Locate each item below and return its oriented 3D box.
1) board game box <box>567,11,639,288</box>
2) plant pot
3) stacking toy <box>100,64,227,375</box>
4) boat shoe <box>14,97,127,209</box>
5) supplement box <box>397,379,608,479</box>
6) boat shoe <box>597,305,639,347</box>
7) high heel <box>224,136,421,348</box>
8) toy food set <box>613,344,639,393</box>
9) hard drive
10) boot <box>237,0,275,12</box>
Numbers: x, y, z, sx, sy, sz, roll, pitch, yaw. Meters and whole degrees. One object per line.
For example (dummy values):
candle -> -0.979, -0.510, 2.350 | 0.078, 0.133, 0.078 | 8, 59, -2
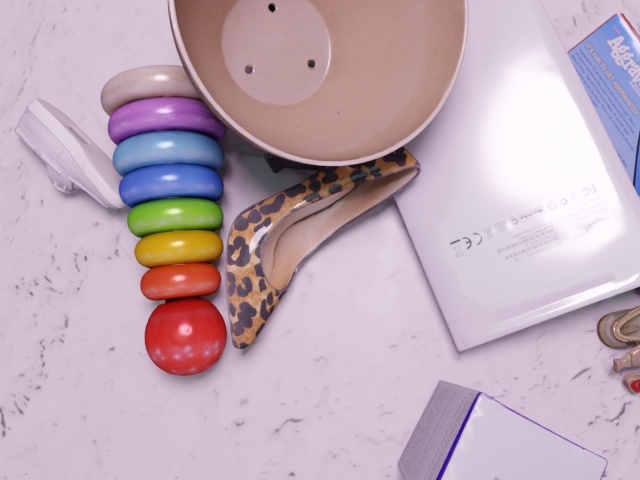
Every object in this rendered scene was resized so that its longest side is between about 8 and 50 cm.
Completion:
board game box -> 0.348, -0.091, 0.650 | 0.027, 0.145, 0.281 | -19, 75, -47
plant pot -> -0.022, -0.219, 0.607 | 0.284, 0.191, 0.284 | -2, 97, -20
stacking toy -> -0.163, -0.016, 0.655 | 0.141, 0.141, 0.330 | -6, 83, 1
boat shoe -> -0.303, -0.093, 0.708 | 0.184, 0.066, 0.063 | 44, 98, 7
supplement box -> 0.153, 0.210, 0.551 | 0.111, 0.220, 0.114 | 27, 81, 6
boat shoe -> 0.389, 0.083, 0.650 | 0.153, 0.048, 0.056 | -14, 79, 0
high heel -> 0.000, 0.000, 0.637 | 0.186, 0.093, 0.261 | 6, 71, 25
toy food set -> 0.384, 0.134, 0.640 | 0.122, 0.019, 0.078 | -27, 118, 2
hard drive -> 0.196, -0.083, 0.662 | 0.233, 0.047, 0.353 | -24, 80, 16
boot -> -0.079, -0.350, 0.746 | 0.198, 0.077, 0.137 | -36, 75, -17
